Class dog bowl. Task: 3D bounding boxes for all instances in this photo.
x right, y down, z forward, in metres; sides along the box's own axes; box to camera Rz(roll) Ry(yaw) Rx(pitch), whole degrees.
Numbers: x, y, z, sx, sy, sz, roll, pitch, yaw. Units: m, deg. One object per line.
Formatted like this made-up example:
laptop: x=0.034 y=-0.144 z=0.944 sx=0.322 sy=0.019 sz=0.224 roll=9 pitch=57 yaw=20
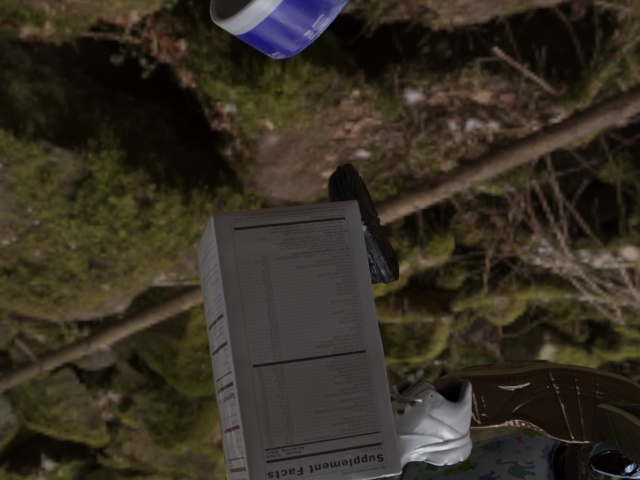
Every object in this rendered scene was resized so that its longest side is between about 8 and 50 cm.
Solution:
dog bowl: x=-0.039 y=-0.392 z=1.392 sx=0.104 sy=0.265 sz=0.265 roll=29 pitch=162 yaw=-28

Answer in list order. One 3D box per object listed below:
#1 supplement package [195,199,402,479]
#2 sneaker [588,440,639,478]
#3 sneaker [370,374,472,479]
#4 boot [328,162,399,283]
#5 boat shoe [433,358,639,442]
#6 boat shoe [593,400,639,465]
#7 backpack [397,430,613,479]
supplement package: x=-0.027 y=0.102 z=0.901 sx=0.139 sy=0.244 sz=0.134 roll=-5 pitch=168 yaw=-15
sneaker: x=0.465 y=0.326 z=1.435 sx=0.162 sy=0.063 sz=0.073 roll=-8 pitch=177 yaw=33
sneaker: x=0.104 y=0.261 z=1.404 sx=0.297 sy=0.129 sz=0.111 roll=-8 pitch=-159 yaw=-43
boot: x=0.000 y=0.000 z=1.678 sx=0.207 sy=0.246 sz=0.094 roll=-15 pitch=-144 yaw=17
boat shoe: x=0.344 y=0.235 z=1.552 sx=0.341 sy=0.122 sz=0.110 roll=1 pitch=-166 yaw=26
boat shoe: x=0.434 y=0.242 z=1.236 sx=0.073 sy=0.080 sz=0.223 roll=-31 pitch=-165 yaw=-16
backpack: x=0.298 y=0.466 z=1.697 sx=0.355 sy=0.273 sz=0.290 roll=-31 pitch=-168 yaw=27
